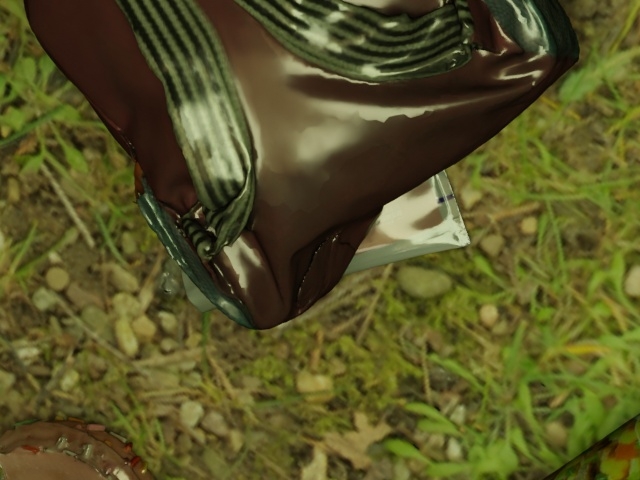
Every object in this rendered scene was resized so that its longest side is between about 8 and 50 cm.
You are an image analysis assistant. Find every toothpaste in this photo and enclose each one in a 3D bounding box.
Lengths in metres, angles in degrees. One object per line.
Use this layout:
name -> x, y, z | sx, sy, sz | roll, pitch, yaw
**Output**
toothpaste -> 0.000, 0.000, 1.241 | 0.194, 0.043, 0.067 | -19, 93, 20

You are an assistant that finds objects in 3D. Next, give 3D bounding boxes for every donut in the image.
donut -> -0.158, 0.196, 1.343 | 0.117, 0.065, 0.166 | -17, 98, 27

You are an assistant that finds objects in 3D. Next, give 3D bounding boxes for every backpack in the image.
backpack -> -0.038, -0.142, 1.128 | 0.283, 0.197, 0.317 | -42, 83, 15

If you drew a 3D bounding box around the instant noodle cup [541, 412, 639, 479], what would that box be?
instant noodle cup -> 0.191, 0.197, 1.148 | 0.193, 0.193, 0.212 | 47, 108, 5
